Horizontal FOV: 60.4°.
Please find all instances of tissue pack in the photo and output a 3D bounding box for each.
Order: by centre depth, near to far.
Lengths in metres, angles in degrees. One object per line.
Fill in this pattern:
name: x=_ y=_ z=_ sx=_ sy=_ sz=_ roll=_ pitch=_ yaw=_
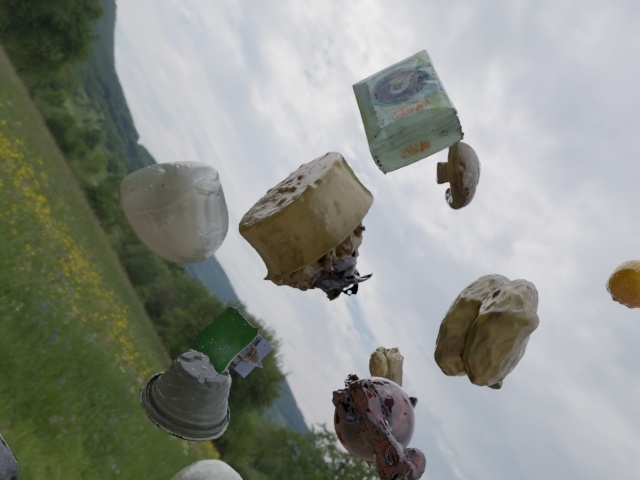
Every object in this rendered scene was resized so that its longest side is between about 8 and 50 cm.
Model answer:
tissue pack: x=0.273 y=-0.424 z=1.788 sx=0.162 sy=0.288 sz=0.387 roll=53 pitch=20 yaw=-41

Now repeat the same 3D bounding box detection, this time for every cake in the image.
cake: x=0.007 y=-0.006 z=1.339 sx=0.321 sy=0.332 sz=0.332 roll=53 pitch=-13 yaw=-19

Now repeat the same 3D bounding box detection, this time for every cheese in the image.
cheese: x=-0.259 y=-0.045 z=1.017 sx=0.198 sy=0.154 sz=0.188 roll=0 pitch=-44 yaw=22

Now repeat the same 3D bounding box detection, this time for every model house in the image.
model house: x=-0.168 y=0.221 z=1.118 sx=0.167 sy=0.117 sz=0.088 roll=20 pitch=-27 yaw=56

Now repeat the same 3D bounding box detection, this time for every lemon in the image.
lemon: x=0.909 y=0.127 z=1.585 sx=0.142 sy=0.142 sz=0.187 roll=60 pitch=-17 yaw=-2

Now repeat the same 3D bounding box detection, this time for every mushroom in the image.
mushroom: x=0.484 y=-0.201 z=1.921 sx=0.285 sy=0.156 sz=0.151 roll=75 pitch=18 yaw=-52

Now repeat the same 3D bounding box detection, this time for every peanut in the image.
peanut: x=0.267 y=0.138 z=0.880 sx=0.110 sy=0.196 sz=0.233 roll=35 pitch=-8 yaw=-10

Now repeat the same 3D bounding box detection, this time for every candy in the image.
candy: x=-0.327 y=0.772 z=1.566 sx=0.185 sy=0.295 sz=0.295 roll=-6 pitch=-64 yaw=45

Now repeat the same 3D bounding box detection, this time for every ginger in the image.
ginger: x=0.160 y=0.332 z=1.311 sx=0.115 sy=0.081 sz=0.205 roll=-69 pitch=153 yaw=-66

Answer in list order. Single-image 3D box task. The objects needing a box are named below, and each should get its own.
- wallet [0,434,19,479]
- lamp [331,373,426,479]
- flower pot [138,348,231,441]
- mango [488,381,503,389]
wallet: x=-0.340 y=0.139 z=0.468 sx=0.250 sy=0.149 sz=0.044 roll=50 pitch=20 yaw=19
lamp: x=0.096 y=0.337 z=0.983 sx=0.215 sy=0.151 sz=0.223 roll=52 pitch=19 yaw=21
flower pot: x=-0.310 y=0.366 z=1.356 sx=0.236 sy=0.140 sz=0.235 roll=26 pitch=11 yaw=-6
mango: x=0.477 y=0.365 z=1.633 sx=0.163 sy=0.090 sz=0.111 roll=58 pitch=7 yaw=4
